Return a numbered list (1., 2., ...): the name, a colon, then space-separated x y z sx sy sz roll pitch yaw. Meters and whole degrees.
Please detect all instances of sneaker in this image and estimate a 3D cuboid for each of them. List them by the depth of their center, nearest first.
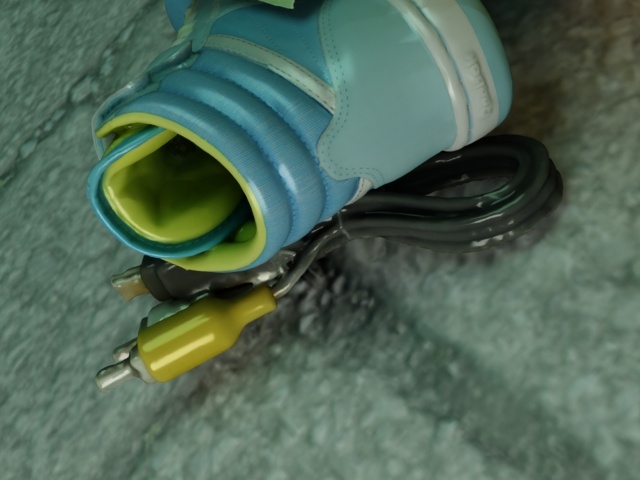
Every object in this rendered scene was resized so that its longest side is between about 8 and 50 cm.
1. sneaker: -0.064 -0.092 0.702 0.208 0.127 0.319 -34 30 -17

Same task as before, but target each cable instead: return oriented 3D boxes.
1. cable: 0.000 0.000 0.707 0.287 0.072 0.139 -16 33 17

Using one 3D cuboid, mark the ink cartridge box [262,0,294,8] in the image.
1. ink cartridge box: -0.061 -0.250 0.617 0.171 0.056 0.235 25 107 42
